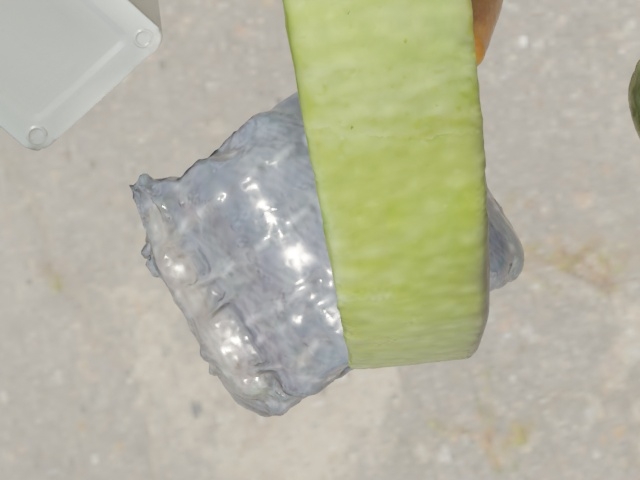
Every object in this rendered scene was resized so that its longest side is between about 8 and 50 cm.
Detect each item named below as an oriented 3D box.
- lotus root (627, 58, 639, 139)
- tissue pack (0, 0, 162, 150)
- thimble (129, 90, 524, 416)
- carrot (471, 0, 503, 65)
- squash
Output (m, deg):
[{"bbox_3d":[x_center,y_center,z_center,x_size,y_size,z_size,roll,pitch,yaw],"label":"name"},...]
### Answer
[{"bbox_3d":[0.253,-0.043,1.122,0.077,0.090,0.183,-33,68,23],"label":"lotus root"},{"bbox_3d":[-0.262,-0.217,1.458,0.159,0.246,0.136,-40,30,14],"label":"tissue pack"},{"bbox_3d":[0.000,0.000,1.142,0.205,0.236,0.172,-36,85,38],"label":"thimble"},{"bbox_3d":[0.114,-0.287,1.609,0.138,0.138,0.302,-23,49,47],"label":"carrot"},{"bbox_3d":[0.008,-0.090,0.495,0.252,0.049,0.252,173,90,-90],"label":"squash"}]
